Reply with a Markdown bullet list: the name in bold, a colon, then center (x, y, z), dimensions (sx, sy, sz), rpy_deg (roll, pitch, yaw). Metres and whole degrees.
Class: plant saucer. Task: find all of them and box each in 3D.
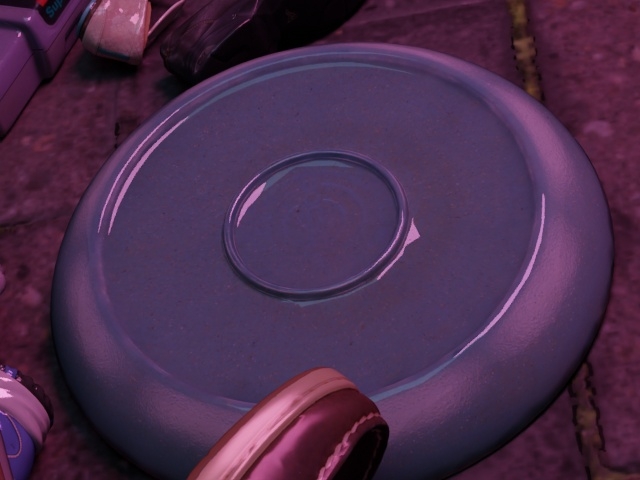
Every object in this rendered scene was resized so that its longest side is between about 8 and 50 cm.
- **plant saucer**: center (0.000, 0.000, 1.056), dimensions (0.317, 0.044, 0.318), rpy_deg (-7, 52, 8)

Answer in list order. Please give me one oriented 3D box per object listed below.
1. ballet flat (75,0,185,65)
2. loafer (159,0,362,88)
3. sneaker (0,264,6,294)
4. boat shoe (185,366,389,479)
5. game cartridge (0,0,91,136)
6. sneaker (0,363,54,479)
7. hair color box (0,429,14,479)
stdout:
- **ballet flat**: center (-0.107, -0.178, 1.272), dimensions (0.052, 0.057, 0.168), rpy_deg (24, 58, 0)
- **loafer**: center (-0.029, -0.155, 1.213), dimensions (0.170, 0.062, 0.061), rpy_deg (-38, 46, -20)
- **sneaker**: center (-0.304, 0.050, 1.090), dimensions (0.281, 0.105, 0.115), rpy_deg (-8, 56, 23)
- **boat shoe**: center (-0.041, 0.213, 0.846), dimensions (0.123, 0.123, 0.342), rpy_deg (23, 58, 18)
- **game cartridge**: center (-0.232, -0.223, 1.338), dimensions (0.230, 0.068, 0.355), rpy_deg (6, 50, 27)
- **sneaker**: center (-0.250, 0.111, 1.015), dimensions (0.211, 0.080, 0.081), rpy_deg (-4, 46, 13)
- **hair color box**: center (-0.227, 0.067, 0.893), dimensions (0.113, 0.185, 0.374), rpy_deg (-20, 66, 1)
